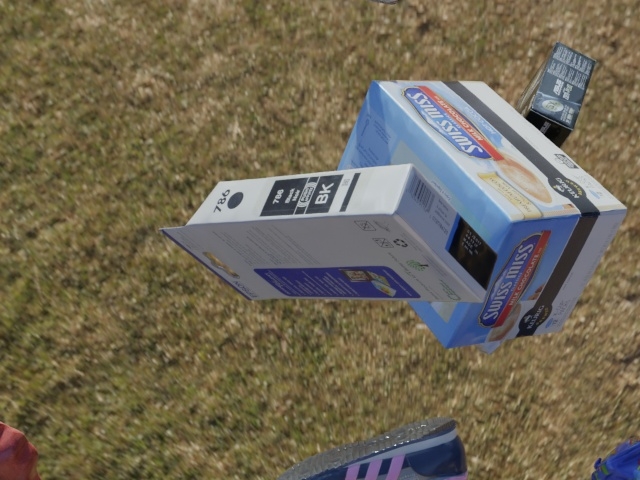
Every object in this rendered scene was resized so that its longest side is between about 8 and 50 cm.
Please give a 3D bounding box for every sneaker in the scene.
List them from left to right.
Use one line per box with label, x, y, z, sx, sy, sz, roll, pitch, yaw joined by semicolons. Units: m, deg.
sneaker;0.083;0.390;1.741;0.319;0.112;0.131;-18;98;13

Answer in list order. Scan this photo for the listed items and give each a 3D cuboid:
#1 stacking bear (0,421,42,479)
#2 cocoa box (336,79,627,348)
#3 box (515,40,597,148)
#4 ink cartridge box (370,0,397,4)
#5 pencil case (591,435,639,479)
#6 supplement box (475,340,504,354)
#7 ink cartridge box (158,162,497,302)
stacking bear;-0.290;0.281;0.710;0.164;0.175;0.289;-1;47;18
cocoa box;0.208;-0.049;1.553;0.228;0.231;0.347;-5;41;-35
box;0.369;-0.210;1.777;0.078;0.147;0.180;27;54;0
ink cartridge box;0.067;-0.322;0.568;0.130;0.309;0.271;-5;75;-45
pencil case;0.527;0.457;1.669;0.133;0.119;0.306;-23;72;4
supplement box;0.264;0.130;1.767;0.062;0.036;0.098;-40;104;-13
ink cartridge box;0.000;0.000;1.115;0.333;0.165;0.065;-3;57;42
